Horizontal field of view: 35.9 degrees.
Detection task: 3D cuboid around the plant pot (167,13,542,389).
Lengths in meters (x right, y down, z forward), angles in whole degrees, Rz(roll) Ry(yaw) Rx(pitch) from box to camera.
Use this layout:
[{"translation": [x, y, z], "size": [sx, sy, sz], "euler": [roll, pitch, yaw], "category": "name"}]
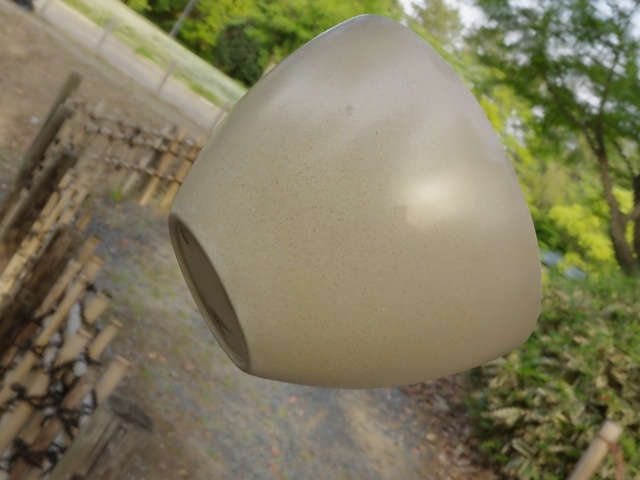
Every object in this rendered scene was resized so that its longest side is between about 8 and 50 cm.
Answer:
[{"translation": [0.000, 0.000, 0.739], "size": [0.284, 0.191, 0.284], "euler": [52, -21, 30], "category": "plant pot"}]
